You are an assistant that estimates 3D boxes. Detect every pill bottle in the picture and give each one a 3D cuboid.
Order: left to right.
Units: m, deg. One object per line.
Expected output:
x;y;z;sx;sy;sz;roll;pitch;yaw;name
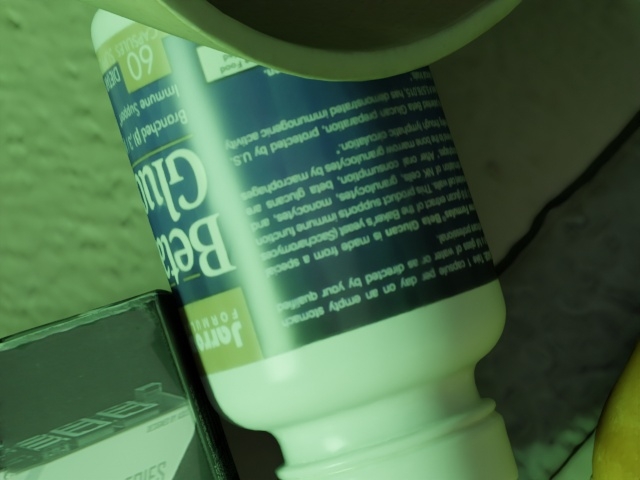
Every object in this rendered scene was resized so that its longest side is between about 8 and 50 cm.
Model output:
0.000;0.000;0.481;0.094;0.094;0.169;-18;88;0;pill bottle

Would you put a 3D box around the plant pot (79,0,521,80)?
-0.086;-0.186;0.405;0.274;0.256;0.256;14;89;37;plant pot

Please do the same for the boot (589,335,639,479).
0.196;0.074;0.411;0.295;0.104;0.211;17;86;43;boot

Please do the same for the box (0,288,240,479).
-0.111;0.196;0.486;0.242;0.076;0.307;-18;88;0;box
